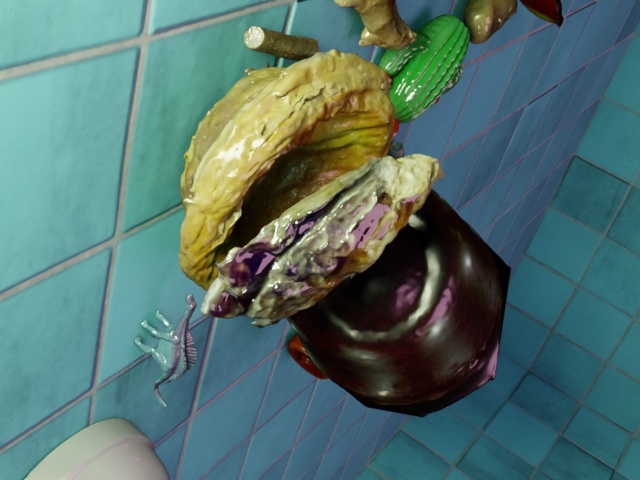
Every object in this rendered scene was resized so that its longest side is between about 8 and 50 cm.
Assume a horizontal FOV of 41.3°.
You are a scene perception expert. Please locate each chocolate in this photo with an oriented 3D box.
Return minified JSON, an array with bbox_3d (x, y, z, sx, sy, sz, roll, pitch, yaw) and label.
[{"bbox_3d":[0.112,0.055,1.338,0.383,0.384,0.331,-52,157,-14],"label":"chocolate"}]

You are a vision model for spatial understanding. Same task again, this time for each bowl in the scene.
[{"bbox_3d":[-0.310,0.403,1.170,0.287,0.144,0.287,-46,157,-26],"label":"bowl"}]

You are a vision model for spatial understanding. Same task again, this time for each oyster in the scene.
[{"bbox_3d":[0.006,0.009,0.992,0.275,0.100,0.271,-26,165,-51],"label":"oyster"}]

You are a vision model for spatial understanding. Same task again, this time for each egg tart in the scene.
[{"bbox_3d":[-0.056,-0.094,1.020,0.352,0.150,0.352,-41,155,-24],"label":"egg tart"}]

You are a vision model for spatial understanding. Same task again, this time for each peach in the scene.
[{"bbox_3d":[0.344,-0.476,1.407,0.189,0.068,0.279,-94,164,-57],"label":"peach"}]

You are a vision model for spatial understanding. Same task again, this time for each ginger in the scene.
[{"bbox_3d":[0.076,-0.338,1.060,0.148,0.081,0.333,-52,164,-14],"label":"ginger"}]

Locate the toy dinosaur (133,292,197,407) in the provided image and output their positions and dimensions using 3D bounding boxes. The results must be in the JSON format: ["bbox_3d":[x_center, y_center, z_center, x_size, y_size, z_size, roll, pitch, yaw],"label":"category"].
[{"bbox_3d":[-0.201,0.142,1.124,0.045,0.080,0.197,-34,150,-53],"label":"toy dinosaur"}]

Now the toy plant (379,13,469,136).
[{"bbox_3d":[0.143,-0.257,1.337,0.240,0.088,0.154,-36,141,-22],"label":"toy plant"}]

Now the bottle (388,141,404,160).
[{"bbox_3d":[0.138,-0.145,1.562,0.030,0.030,0.083,-47,157,-26],"label":"bottle"}]

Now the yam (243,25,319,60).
[{"bbox_3d":[-0.042,-0.233,1.014,0.145,0.032,0.032,-11,130,-62],"label":"yam"}]

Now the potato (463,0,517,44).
[{"bbox_3d":[0.289,-0.397,1.480,0.138,0.070,0.091,-39,152,-38],"label":"potato"}]

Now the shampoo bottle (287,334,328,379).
[{"bbox_3d":[0.057,0.140,1.687,0.278,0.104,0.104,-49,158,-23],"label":"shampoo bottle"}]
